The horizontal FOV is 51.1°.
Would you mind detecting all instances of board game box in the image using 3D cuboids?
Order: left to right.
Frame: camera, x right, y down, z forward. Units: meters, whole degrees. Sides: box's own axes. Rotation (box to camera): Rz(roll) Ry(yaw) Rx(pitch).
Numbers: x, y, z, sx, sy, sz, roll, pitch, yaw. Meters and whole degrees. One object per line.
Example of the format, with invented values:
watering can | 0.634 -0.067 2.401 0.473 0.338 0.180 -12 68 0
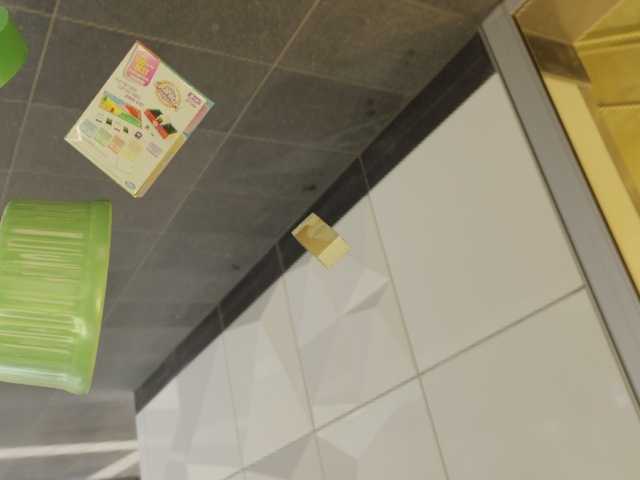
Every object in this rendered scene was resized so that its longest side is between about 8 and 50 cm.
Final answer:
board game box | -0.464 -0.307 1.718 0.317 0.242 0.064 -50 180 6

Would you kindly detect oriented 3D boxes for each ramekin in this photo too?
ramekin | -0.416 0.078 1.024 0.148 0.304 0.303 8 149 -21

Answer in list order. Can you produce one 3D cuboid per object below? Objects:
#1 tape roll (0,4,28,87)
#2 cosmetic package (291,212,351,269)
tape roll | -0.707 -0.325 1.224 0.321 0.321 0.077 -14 133 2
cosmetic package | 0.000 0.000 1.231 0.060 0.115 0.041 -44 126 -5
